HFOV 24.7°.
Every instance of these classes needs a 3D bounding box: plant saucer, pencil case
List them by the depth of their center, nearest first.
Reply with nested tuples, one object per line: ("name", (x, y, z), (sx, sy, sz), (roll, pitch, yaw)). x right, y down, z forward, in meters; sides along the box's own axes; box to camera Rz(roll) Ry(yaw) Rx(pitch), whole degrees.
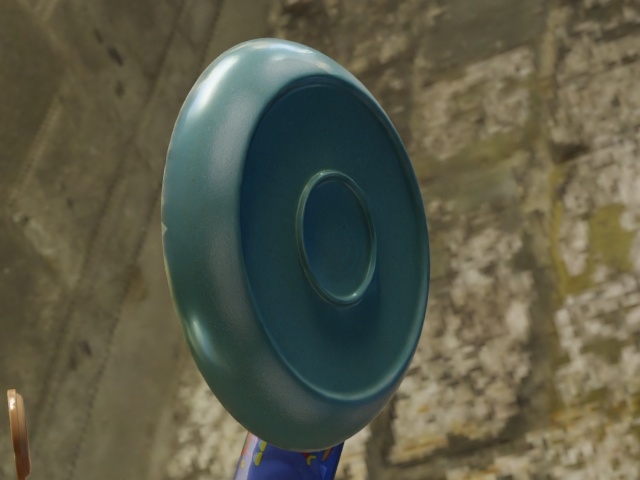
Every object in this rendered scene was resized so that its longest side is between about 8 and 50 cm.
("plant saucer", (0.000, 0.000, 1.106), (0.317, 0.043, 0.318), (15, 71, -52))
("plant saucer", (-0.267, 0.173, 1.295), (0.083, 0.013, 0.083), (173, -90, -79))
("pencil case", (-0.030, 0.261, 1.780), (0.119, 0.133, 0.306), (8, 99, -88))
